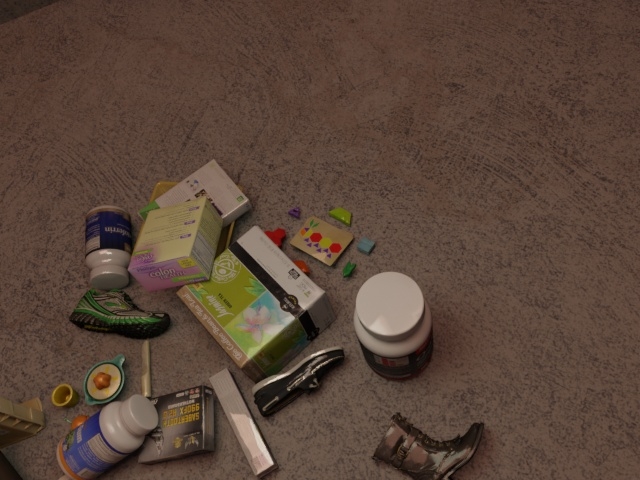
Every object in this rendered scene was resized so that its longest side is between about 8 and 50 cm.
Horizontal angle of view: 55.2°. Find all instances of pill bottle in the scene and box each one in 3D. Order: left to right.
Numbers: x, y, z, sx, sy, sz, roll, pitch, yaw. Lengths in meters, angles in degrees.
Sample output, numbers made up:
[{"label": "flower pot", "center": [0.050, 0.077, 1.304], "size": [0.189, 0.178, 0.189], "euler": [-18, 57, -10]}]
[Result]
[{"label": "pill bottle", "center": [-0.719, 0.025, 2.082], "size": [0.153, 0.153, 0.265], "euler": [-14, 61, 3]}, {"label": "pill bottle", "center": [-0.598, 0.554, 1.737], "size": [0.272, 0.152, 0.152], "euler": [-37, 60, 12]}, {"label": "pill bottle", "center": [0.201, 0.238, 1.669], "size": [0.210, 0.363, 0.210], "euler": [-5, 62, 9]}]

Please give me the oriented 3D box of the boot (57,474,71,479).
[{"label": "boot", "center": [-0.744, 0.807, 1.713], "size": [0.176, 0.088, 0.244], "euler": [37, 71, 24]}]

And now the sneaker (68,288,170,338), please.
[{"label": "sneaker", "center": [-0.640, 0.224, 1.972], "size": [0.343, 0.134, 0.146], "euler": [7, 63, 15]}]

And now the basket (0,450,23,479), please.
[{"label": "basket", "center": [-0.935, 0.721, 1.755], "size": [0.227, 0.154, 0.204], "euler": [35, 115, 18]}]

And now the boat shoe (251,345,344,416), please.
[{"label": "boat shoe", "center": [-0.053, 0.410, 1.778], "size": [0.302, 0.114, 0.091], "euler": [-31, 60, 7]}]

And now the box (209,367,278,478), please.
[{"label": "box", "center": [-0.224, 0.525, 1.771], "size": [0.067, 0.063, 0.324], "euler": [-31, 61, -8]}]

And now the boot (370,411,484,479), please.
[{"label": "boot", "center": [0.288, 0.541, 1.648], "size": [0.229, 0.091, 0.263], "euler": [35, 76, 24]}]

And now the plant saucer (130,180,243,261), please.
[{"label": "plant saucer", "center": [-0.444, -0.038, 2.104], "size": [0.332, 0.081, 0.333], "euler": [4, 63, 14]}]

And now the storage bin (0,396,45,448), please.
[{"label": "storage bin", "center": [-1.004, 0.529, 1.807], "size": [0.260, 0.262, 0.123], "euler": [-21, 61, -1]}]

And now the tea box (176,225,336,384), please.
[{"label": "tea box", "center": [-0.189, 0.198, 1.848], "size": [0.323, 0.220, 0.329], "euler": [-42, 63, -12]}]

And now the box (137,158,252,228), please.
[{"label": "box", "center": [-0.423, -0.104, 2.058], "size": [0.322, 0.058, 0.232], "euler": [-36, 62, -10]}]

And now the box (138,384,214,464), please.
[{"label": "box", "center": [-0.419, 0.536, 1.774], "size": [0.231, 0.056, 0.183], "euler": [-18, 58, 20]}]

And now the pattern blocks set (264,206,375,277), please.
[{"label": "pattern blocks set", "center": [0.000, 0.000, 2.010], "size": [0.325, 0.026, 0.285], "euler": [37, 65, 27]}]

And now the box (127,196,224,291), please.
[{"label": "box", "center": [-0.430, 0.011, 1.845], "size": [0.213, 0.117, 0.243], "euler": [-12, 44, 19]}]

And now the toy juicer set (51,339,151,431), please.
[{"label": "toy juicer set", "center": [-0.645, 0.464, 1.871], "size": [0.329, 0.089, 0.209], "euler": [-31, 61, -7]}]
